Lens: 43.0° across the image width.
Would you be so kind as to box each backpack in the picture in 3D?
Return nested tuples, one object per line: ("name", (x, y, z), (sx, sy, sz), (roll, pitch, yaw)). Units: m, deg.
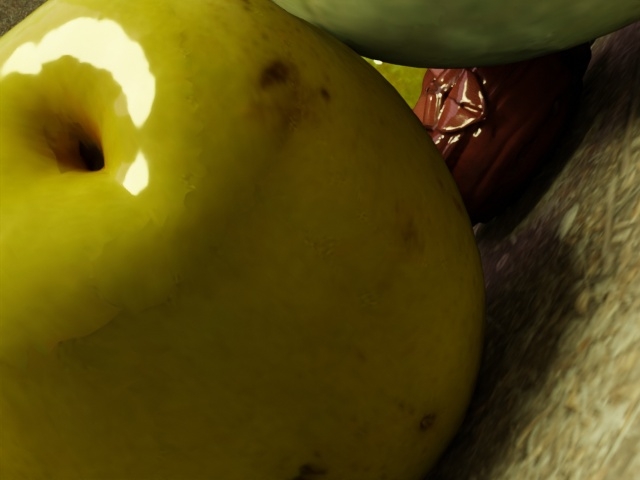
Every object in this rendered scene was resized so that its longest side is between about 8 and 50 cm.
("backpack", (0.139, -0.111, 0.718), (0.229, 0.139, 0.229), (-58, 1, 2))

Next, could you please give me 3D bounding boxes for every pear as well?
("pear", (-0.079, 0.036, 0.523), (0.362, 0.362, 0.418), (-59, -20, -18))

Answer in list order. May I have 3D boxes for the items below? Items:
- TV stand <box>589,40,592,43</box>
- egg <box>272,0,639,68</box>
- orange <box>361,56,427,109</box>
("TV stand", (0.183, -0.134, 0.869), (0.269, 0.083, 0.088), (-57, 4, 14))
("egg", (0.130, -0.294, 0.506), (0.428, 0.345, 0.345), (-35, 5, 5))
("orange", (0.124, -0.189, 1.045), (0.300, 0.223, 0.301), (-36, 0, -4))
